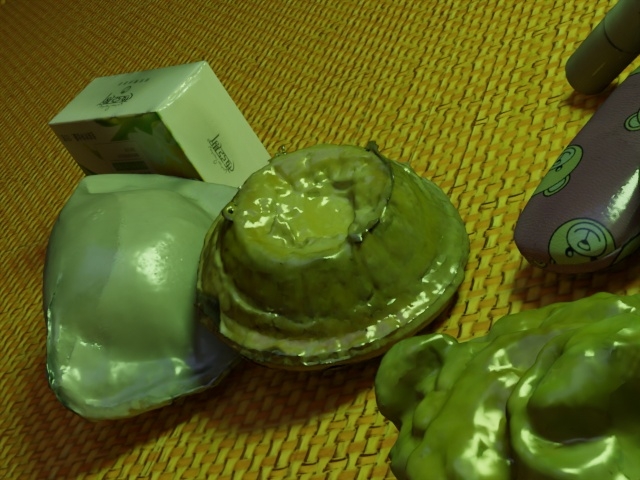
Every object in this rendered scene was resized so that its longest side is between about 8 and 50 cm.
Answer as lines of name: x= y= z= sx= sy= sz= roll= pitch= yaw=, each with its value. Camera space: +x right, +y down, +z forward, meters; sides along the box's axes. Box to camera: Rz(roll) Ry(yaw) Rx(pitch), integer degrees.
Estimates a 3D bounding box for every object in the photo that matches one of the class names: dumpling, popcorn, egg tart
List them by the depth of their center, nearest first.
popcorn: x=0.162 y=0.137 z=0.706 sx=0.241 sy=0.235 sz=0.250 roll=-13 pitch=46 yaw=-9
egg tart: x=0.000 y=0.000 z=1.145 sx=0.290 sy=0.115 sz=0.290 roll=-11 pitch=41 yaw=10
dumpling: x=-0.174 y=0.034 z=1.299 sx=0.260 sy=0.181 sz=0.341 roll=-9 pitch=19 yaw=3

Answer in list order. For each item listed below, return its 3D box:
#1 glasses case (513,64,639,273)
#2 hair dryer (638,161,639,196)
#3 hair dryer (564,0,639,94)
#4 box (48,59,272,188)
glasses case: x=0.294 y=-0.086 z=1.073 sx=0.316 sy=0.076 sz=0.123 roll=-47 pitch=30 yaw=-24
hair dryer: x=0.348 y=-0.013 z=0.910 sx=0.224 sy=0.088 sz=0.219 roll=12 pitch=61 yaw=19
hair dryer: x=0.382 y=-0.223 z=1.203 sx=0.220 sy=0.054 sz=0.195 roll=-12 pitch=-14 yaw=-16
box: x=-0.200 y=-0.115 z=1.523 sx=0.260 sy=0.194 sz=0.111 roll=-2 pitch=41 yaw=47
